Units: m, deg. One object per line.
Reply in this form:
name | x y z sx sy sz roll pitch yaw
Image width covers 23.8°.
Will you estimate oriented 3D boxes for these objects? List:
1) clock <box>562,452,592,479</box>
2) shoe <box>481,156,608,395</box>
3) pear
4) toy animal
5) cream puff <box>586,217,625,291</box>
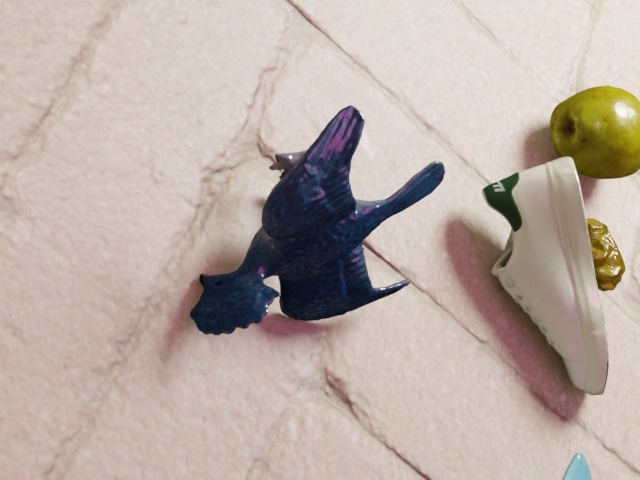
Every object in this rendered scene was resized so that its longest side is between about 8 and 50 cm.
clock | 0.242 0.355 1.500 0.223 0.094 0.274 44 51 -21
shoe | 0.239 0.044 1.608 0.095 0.110 0.265 -78 158 -72
pear | 0.318 -0.120 1.699 0.131 0.107 0.107 8 71 -34
toy animal | 0.000 0.000 1.380 0.239 0.255 0.176 71 4 -52
cream puff | 0.300 0.017 1.680 0.058 0.083 0.083 -20 104 -2
